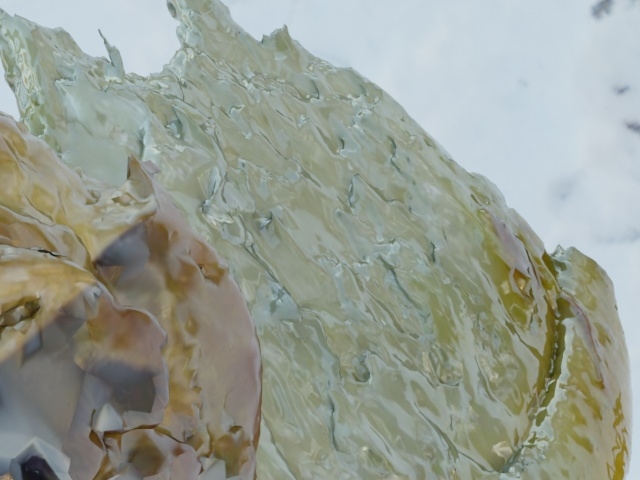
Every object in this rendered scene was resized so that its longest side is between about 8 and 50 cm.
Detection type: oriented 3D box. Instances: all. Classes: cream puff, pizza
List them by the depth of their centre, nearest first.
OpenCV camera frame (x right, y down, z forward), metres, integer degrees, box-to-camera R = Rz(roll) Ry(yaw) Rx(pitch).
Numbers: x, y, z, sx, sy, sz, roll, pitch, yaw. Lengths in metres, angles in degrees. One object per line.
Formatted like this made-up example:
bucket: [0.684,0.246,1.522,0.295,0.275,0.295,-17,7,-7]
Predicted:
cream puff: [-0.074,0.037,0.358,0.133,0.119,0.104,-25,28,-26]
pizza: [0.000,0.000,0.553,0.262,0.181,0.034,58,137,26]
